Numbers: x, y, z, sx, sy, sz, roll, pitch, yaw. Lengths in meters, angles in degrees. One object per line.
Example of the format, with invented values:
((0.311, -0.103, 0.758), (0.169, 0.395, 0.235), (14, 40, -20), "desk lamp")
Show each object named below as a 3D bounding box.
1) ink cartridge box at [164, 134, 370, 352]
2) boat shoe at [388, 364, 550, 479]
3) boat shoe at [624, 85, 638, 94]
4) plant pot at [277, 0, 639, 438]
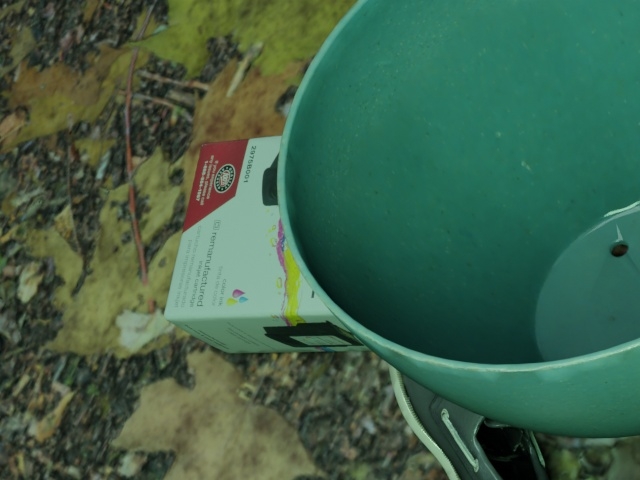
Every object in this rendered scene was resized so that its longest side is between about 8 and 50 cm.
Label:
((0.000, 0.000, 1.148), (0.175, 0.072, 0.127), (-4, 66, 37), "ink cartridge box")
((0.100, 0.107, 1.007), (0.065, 0.075, 0.206), (-50, 50, 42), "boat shoe")
((0.158, -0.143, 1.099), (0.066, 0.066, 0.183), (-49, 48, 7), "boat shoe")
((0.149, -0.012, 0.937), (0.290, 0.195, 0.290), (-14, 51, 19), "plant pot")
